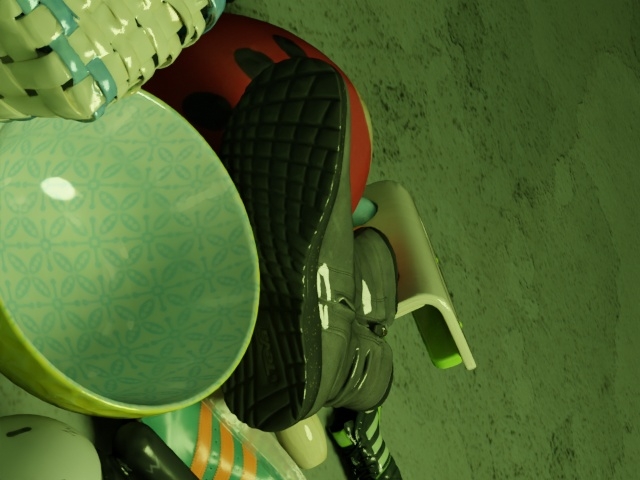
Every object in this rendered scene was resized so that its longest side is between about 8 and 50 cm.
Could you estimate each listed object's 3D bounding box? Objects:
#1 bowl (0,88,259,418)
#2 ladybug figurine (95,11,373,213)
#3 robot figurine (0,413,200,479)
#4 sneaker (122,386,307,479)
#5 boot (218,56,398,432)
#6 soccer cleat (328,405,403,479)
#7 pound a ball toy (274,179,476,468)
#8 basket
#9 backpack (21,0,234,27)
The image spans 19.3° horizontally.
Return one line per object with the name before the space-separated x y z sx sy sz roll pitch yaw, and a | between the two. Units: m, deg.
bowl | -0.207 0.023 1.560 0.289 0.156 0.289 22 57 -38
ladybug figurine | -0.081 -0.081 1.839 0.449 0.162 0.305 -29 105 -60
robot figurine | -0.202 0.261 1.486 0.278 0.173 0.209 56 37 -34
sneaker | -0.114 0.193 1.725 0.121 0.108 0.302 -43 114 -12
boot | 0.000 0.000 1.721 0.223 0.118 0.338 -10 111 -63
soccer cleat | 0.045 0.229 2.059 0.072 0.060 0.179 3 71 -50
pound a ball toy | 0.028 0.070 1.952 0.319 0.208 0.136 -102 167 -63
basket | -0.187 -0.219 1.383 0.201 0.255 0.289 52 55 -36
backpack | -0.187 -0.319 1.656 0.276 0.213 0.263 -35 139 -64
